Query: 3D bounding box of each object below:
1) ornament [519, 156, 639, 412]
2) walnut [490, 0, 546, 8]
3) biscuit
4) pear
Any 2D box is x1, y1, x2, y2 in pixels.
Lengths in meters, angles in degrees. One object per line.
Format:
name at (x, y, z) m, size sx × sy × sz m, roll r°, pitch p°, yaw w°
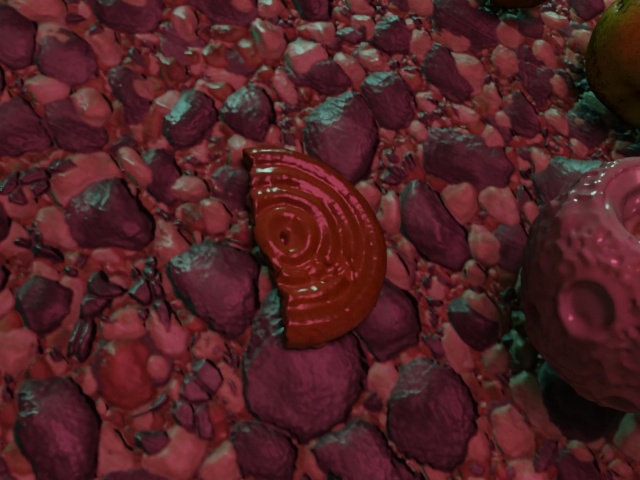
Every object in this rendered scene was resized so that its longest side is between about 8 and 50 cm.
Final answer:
ornament at (0.325, 0.049, 0.946) m, size 0.259 × 0.225 × 0.259 m, roll 0°, pitch 44°, yaw 0°
walnut at (0.253, -0.337, 1.264) m, size 0.121 × 0.052 × 0.091 m, roll -9°, pitch 63°, yaw -29°
biscuit at (0.000, -0.001, 0.965) m, size 0.145 × 0.033 × 0.224 m, roll 0°, pitch 61°, yaw -22°
pear at (0.434, -0.234, 1.187) m, size 0.197 × 0.197 × 0.197 m, roll 11°, pitch 57°, yaw -17°
